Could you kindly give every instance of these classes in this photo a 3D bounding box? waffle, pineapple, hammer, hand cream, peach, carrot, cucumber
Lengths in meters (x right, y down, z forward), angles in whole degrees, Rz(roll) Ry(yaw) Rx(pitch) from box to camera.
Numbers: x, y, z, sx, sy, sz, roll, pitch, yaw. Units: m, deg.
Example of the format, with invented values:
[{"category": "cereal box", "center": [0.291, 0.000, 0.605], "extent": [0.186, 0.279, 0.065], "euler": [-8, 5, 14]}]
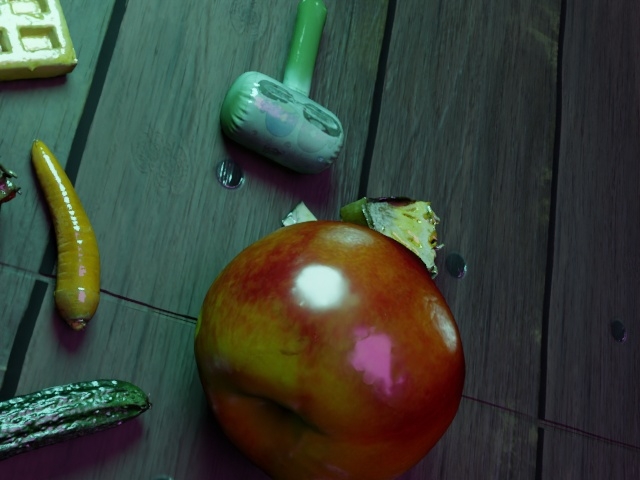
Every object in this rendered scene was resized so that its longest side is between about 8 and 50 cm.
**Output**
[{"category": "waffle", "center": [-0.468, -0.335, 1.034], "extent": [0.221, 0.055, 0.248], "euler": [-16, 87, -36]}, {"category": "pineapple", "center": [0.118, 0.002, 1.336], "extent": [0.186, 0.114, 0.236], "euler": [41, 49, -19]}, {"category": "hammer", "center": [-0.043, -0.281, 1.290], "extent": [0.206, 0.119, 0.336], "euler": [27, 58, -27]}, {"category": "hand cream", "center": [0.000, 0.000, 1.287], "extent": [0.143, 0.039, 0.061], "euler": [47, 59, -10]}, {"category": "peach", "center": [0.019, 0.146, 1.070], "extent": [0.388, 0.388, 0.388], "euler": [9, 73, -33]}, {"category": "carrot", "center": [-0.342, -0.011, 1.044], "extent": [0.062, 0.066, 0.271], "euler": [33, 46, -75]}, {"category": "cucumber", "center": [-0.341, 0.223, 0.972], "extent": [0.265, 0.077, 0.077], "euler": [-12, 85, -37]}]

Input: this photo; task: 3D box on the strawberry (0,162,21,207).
[{"category": "strawberry", "center": [-0.489, -0.100, 0.855], "extent": [0.280, 0.253, 0.150], "euler": [40, 75, -17]}]
